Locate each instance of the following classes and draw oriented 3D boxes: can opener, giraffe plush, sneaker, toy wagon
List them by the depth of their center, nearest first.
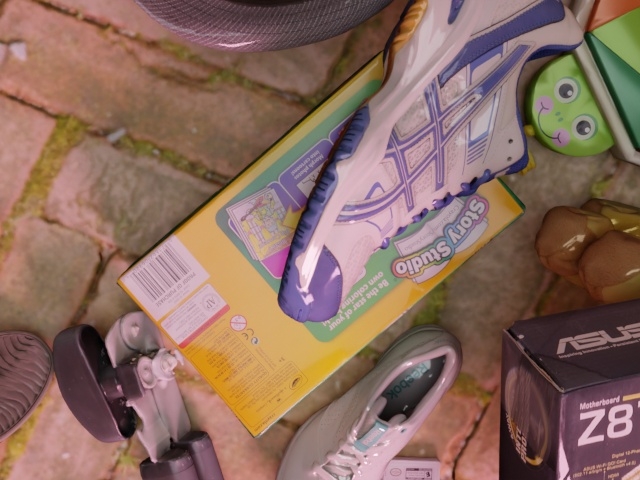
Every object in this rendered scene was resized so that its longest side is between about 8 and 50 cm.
[{"bbox_3d":[0.078,-0.059,0.788,0.131,0.112,0.296,29,94,-5],"label":"sneaker"},{"bbox_3d":[0.261,0.074,0.886,0.210,0.181,0.170,1,110,-36],"label":"giraffe plush"},{"bbox_3d":[0.299,-0.149,0.888,0.344,0.068,0.267,-26,97,1],"label":"toy wagon"},{"bbox_3d":[0.034,0.154,0.895,0.080,0.094,0.212,38,90,0],"label":"sneaker"},{"bbox_3d":[-0.314,0.159,0.905,0.222,0.118,0.083,-43,94,-26],"label":"sneaker"},{"bbox_3d":[-0.126,0.189,0.918,0.093,0.074,0.280,-18,97,24],"label":"can opener"}]

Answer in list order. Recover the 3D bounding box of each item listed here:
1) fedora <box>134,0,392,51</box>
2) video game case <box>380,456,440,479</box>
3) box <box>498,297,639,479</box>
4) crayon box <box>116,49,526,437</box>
[{"bbox_3d":[-0.039,-0.263,0.834,0.275,0.124,0.244,-31,99,-7],"label":"fedora"},{"bbox_3d":[0.055,0.243,0.954,0.087,0.011,0.122,2,96,-3],"label":"video game case"},{"bbox_3d":[0.319,0.181,0.791,0.395,0.097,0.318,-10,118,-13],"label":"box"},{"bbox_3d":[0.000,0.000,0.888,0.278,0.081,0.165,-40,96,2],"label":"crayon box"}]
